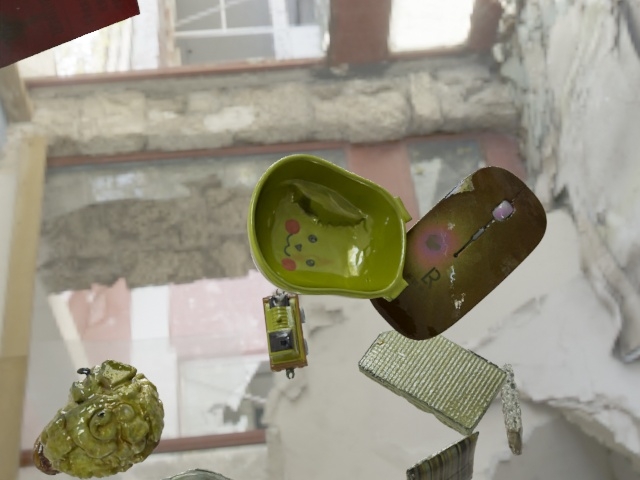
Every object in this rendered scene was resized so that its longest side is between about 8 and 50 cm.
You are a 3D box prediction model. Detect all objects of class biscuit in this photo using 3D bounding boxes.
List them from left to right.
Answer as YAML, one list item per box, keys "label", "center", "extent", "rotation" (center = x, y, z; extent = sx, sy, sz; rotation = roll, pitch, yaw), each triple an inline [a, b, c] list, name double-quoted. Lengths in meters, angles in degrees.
- label: "biscuit"
  center: [0.211, 0.253, 1.802]
  extent: [0.150, 0.252, 0.052]
  rotation: [-51, -21, -28]
- label: "biscuit"
  center: [0.408, 0.374, 2.011]
  extent: [0.290, 0.038, 0.141]
  rotation: [-78, -20, -66]

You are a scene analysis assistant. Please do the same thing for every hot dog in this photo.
- label: "hot dog"
  center: [-0.577, 0.452, 2.083]
  extent: [0.065, 0.099, 0.147]
  rotation: [-48, 5, 21]

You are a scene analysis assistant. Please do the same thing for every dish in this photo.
- label: "dish"
  center: [0.000, 0.000, 1.427]
  extent: [0.108, 0.263, 0.221]
  rotation: [141, 139, -58]

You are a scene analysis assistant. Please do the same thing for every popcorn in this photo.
- label: "popcorn"
  center: [-0.372, 0.305, 1.613]
  extent: [0.189, 0.218, 0.169]
  rotation: [-93, -16, -52]

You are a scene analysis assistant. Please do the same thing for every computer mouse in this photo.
- label: "computer mouse"
  center: [0.214, 0.021, 1.494]
  extent: [0.158, 0.310, 0.072]
  rotation: [47, -177, 3]

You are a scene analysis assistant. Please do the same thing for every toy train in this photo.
- label: "toy train"
  center: [-0.083, 0.203, 2.151]
  extent: [0.127, 0.089, 0.219]
  rotation: [67, -165, -68]

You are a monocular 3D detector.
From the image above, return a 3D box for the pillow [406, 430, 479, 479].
- label: "pillow"
  center: [0.290, 0.568, 2.290]
  extent: [0.052, 0.212, 0.208]
  rotation: [51, 154, 38]

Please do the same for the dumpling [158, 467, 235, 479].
- label: "dumpling"
  center: [-0.190, 0.467, 1.271]
  extent: [0.341, 0.260, 0.181]
  rotation: [-57, 0, -19]

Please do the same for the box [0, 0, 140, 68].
- label: "box"
  center: [-0.433, -0.359, 1.394]
  extent: [0.089, 0.313, 0.197]
  rotation: [63, 169, 11]
